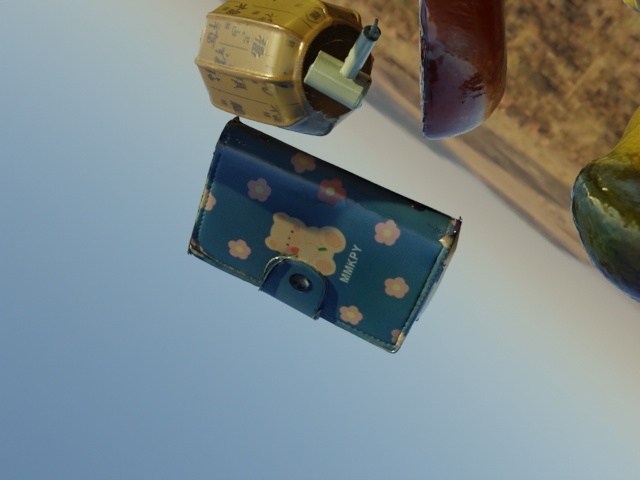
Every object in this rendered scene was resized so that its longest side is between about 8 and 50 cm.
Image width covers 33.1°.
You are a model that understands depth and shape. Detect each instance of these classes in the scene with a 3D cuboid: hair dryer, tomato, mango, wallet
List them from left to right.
[{"bbox_3d":[0.000,0.001,0.864,0.202,0.141,0.059,25,-140,4],"label":"wallet"},{"bbox_3d":[0.030,-0.179,1.050,0.063,0.037,0.124,27,150,-4],"label":"hair dryer"},{"bbox_3d":[0.134,-0.210,1.046,0.085,0.224,0.225,-4,-175,6],"label":"tomato"},{"bbox_3d":[0.275,-0.030,0.681,0.316,0.146,0.192,-15,-116,-42],"label":"mango"}]

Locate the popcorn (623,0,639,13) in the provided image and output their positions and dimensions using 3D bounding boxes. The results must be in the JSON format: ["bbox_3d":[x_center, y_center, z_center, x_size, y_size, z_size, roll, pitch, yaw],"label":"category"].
[{"bbox_3d":[0.344,-0.238,0.888,0.194,0.140,0.163,22,152,16],"label":"popcorn"}]

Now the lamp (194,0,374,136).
[{"bbox_3d":[-0.041,-0.202,1.212,0.185,0.161,0.161,17,170,45],"label":"lamp"}]
